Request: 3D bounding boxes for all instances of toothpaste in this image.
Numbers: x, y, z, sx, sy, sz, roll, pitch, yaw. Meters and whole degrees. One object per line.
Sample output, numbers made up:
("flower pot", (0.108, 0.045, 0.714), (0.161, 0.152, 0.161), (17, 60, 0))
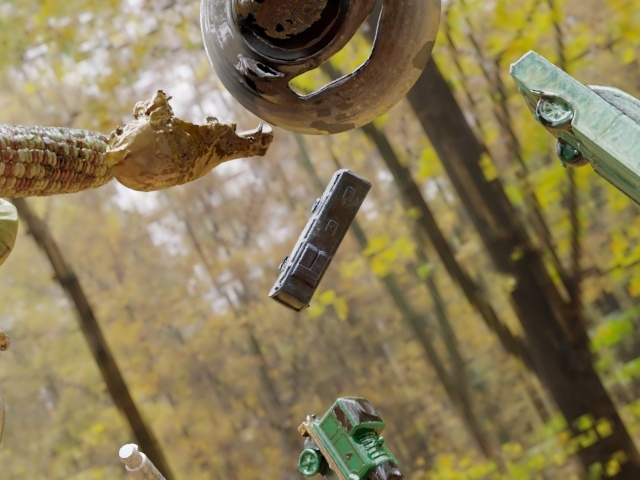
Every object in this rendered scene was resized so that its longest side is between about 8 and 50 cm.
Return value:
("toothpaste", (-0.219, 0.335, 2.238), (0.031, 0.048, 0.190), (-10, -42, 21))

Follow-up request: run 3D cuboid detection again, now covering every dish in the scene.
("dish", (-0.022, -0.250, 1.742), (0.273, 0.273, 0.134), (-32, -12, 20))

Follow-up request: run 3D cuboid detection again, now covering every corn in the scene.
("corn", (-0.329, -0.092, 1.925), (0.086, 0.086, 0.253), (-36, -18, 32))

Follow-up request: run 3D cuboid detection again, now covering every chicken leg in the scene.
("chicken leg", (-0.147, -0.113, 1.853), (0.207, 0.101, 0.085), (-10, -10, -31))

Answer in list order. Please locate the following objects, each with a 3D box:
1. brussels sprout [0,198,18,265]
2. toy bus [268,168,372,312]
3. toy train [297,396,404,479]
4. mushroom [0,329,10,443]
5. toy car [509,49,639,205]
("brussels sprout", (-0.617, -0.013, 2.624), (0.271, 0.220, 0.210), (-2, -17, -14))
("toy bus", (0.000, 0.000, 1.855), (0.166, 0.047, 0.065), (-62, 7, -10))
("toy train", (0.052, 0.321, 2.427), (0.091, 0.228, 0.136), (6, -54, -44))
("mushroom", (-0.461, 0.205, 2.215), (0.097, 0.213, 0.088), (15, -21, -32))
("toy car", (0.356, -0.104, 1.922), (0.097, 0.320, 0.141), (-47, -30, -3))
